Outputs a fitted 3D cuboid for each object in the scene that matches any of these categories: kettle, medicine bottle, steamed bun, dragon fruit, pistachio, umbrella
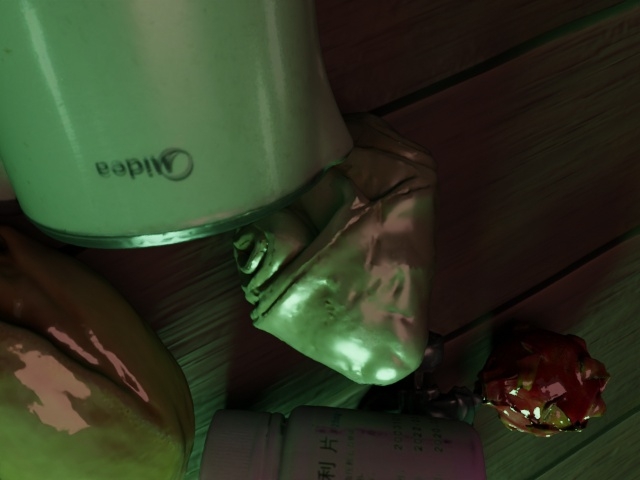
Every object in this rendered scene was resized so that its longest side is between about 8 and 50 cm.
[{"bbox_3d":[-0.177,-0.195,0.446,0.361,0.250,0.377,-9,117,-1],"label":"kettle"},{"bbox_3d":[0.019,0.235,0.691,0.254,0.152,0.152,4,110,1],"label":"medicine bottle"},{"bbox_3d":[-0.001,-0.001,0.607,0.144,0.211,0.218,8,96,-19],"label":"steamed bun"},{"bbox_3d":[0.250,0.159,0.838,0.166,0.136,0.133,5,75,-24],"label":"dragon fruit"},{"bbox_3d":[-0.201,0.127,0.587,0.293,0.181,0.162,60,42,-33],"label":"pistachio"},{"bbox_3d":[0.104,0.256,0.821,0.143,0.094,0.349,-8,111,-16],"label":"umbrella"}]
